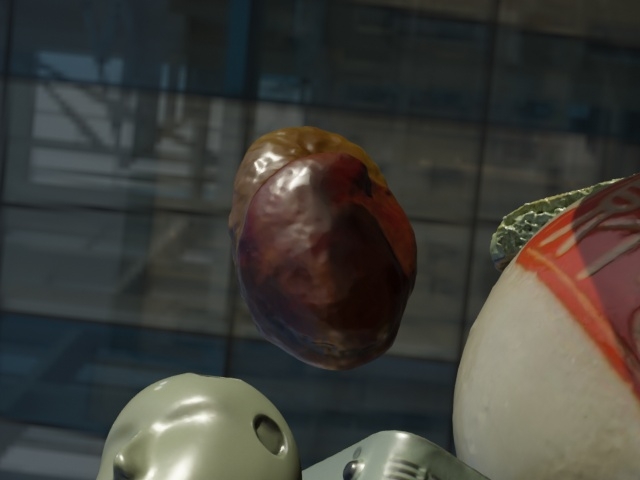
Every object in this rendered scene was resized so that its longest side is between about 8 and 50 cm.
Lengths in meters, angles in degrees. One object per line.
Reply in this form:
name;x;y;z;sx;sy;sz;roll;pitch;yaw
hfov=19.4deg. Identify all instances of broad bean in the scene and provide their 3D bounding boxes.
broad bean;0.002;-0.002;1.542;0.122;0.156;0.228;98;169;-57

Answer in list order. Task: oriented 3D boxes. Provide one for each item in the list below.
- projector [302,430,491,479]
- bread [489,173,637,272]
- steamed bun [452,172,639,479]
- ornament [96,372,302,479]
projector;-0.016;0.235;1.044;0.250;0.108;0.198;-35;26;51
bread;0.292;-0.013;1.560;0.207;0.286;0.056;18;-115;-55
steamed bun;0.268;0.087;1.166;0.374;0.374;0.241;-78;-13;-46
ornament;-0.046;0.108;0.615;0.081;0.075;0.156;51;-151;-32
